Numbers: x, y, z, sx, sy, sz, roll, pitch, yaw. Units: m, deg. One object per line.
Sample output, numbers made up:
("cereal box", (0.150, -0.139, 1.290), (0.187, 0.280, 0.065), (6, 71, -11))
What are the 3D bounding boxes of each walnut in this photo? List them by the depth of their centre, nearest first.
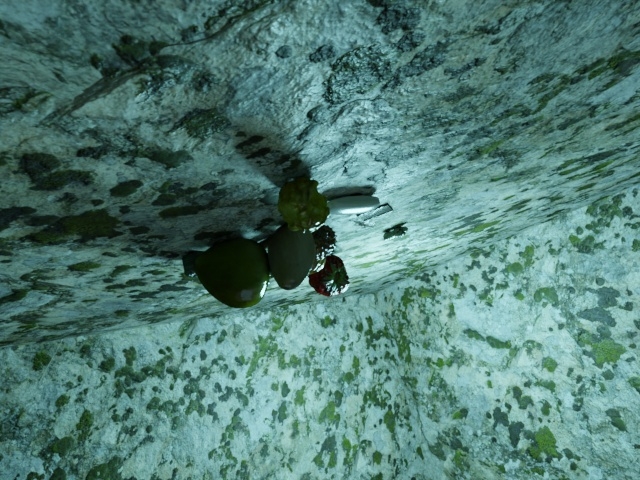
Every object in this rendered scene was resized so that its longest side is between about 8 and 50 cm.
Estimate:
("walnut", (-0.058, 0.098, 2.147), (0.184, 0.155, 0.156), (-22, 163, 41))

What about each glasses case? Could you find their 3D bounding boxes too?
("glasses case", (0.126, -0.138, 1.649), (0.234, 0.059, 0.092), (-4, 163, -29))

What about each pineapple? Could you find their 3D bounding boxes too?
("pineapple", (0.000, 0.000, 1.846), (0.167, 0.166, 0.193), (-9, 164, -18))

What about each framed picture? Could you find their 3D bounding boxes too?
("framed picture", (0.245, -0.123, 1.895), (0.149, 0.011, 0.109), (-20, 164, 18))

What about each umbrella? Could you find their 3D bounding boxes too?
("umbrella", (0.401, -0.040, 2.248), (0.144, 0.062, 0.067), (-24, 131, 34))

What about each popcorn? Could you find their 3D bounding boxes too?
("popcorn", (-0.061, -0.112, 1.363), (0.156, 0.197, 0.197), (-17, 164, 15))

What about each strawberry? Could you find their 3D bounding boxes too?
("strawberry", (0.031, 0.202, 2.443), (0.239, 0.249, 0.288), (-14, -169, -24))

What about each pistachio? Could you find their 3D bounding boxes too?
("pistachio", (-0.116, 0.058, 1.730), (0.198, 0.287, 0.166), (0, -174, 7))

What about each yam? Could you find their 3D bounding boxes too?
("yam", (-0.315, 0.044, 1.912), (0.327, 0.045, 0.045), (-22, 140, 26))

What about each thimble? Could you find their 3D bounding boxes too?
("thimble", (-0.538, 0.108, 1.849), (0.119, 0.090, 0.135), (-12, 166, 0))

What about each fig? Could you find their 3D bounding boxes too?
("fig", (-0.362, 0.127, 1.751), (0.317, 0.315, 0.316), (-14, 164, -4))

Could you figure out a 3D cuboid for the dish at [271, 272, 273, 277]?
("dish", (-0.327, 0.164, 2.251), (0.224, 0.078, 0.246), (1, 157, -42))
